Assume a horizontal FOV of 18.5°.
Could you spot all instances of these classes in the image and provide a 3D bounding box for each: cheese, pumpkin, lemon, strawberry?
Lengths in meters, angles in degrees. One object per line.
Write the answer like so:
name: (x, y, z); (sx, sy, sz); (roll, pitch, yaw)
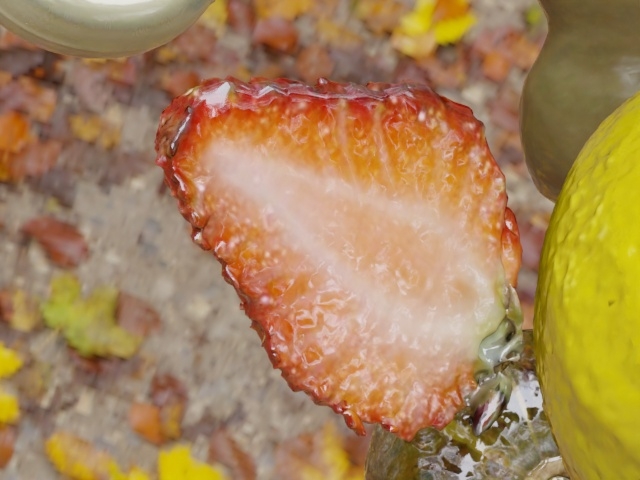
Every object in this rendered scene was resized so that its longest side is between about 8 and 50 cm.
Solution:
cheese: (-0.212, -0.209, 1.383); (0.286, 0.082, 0.163); (-1, 69, -29)
pumpkin: (0.125, 0.157, 1.185); (0.219, 0.162, 0.219); (0, 94, -7)
lemon: (0.156, 0.027, 0.627); (0.180, 0.180, 0.193); (-2, 42, -19)
strawberry: (0.004, -0.005, 0.976); (0.175, 0.107, 0.236); (-46, 116, -26)

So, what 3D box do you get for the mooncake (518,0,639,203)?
mooncake: (0.353, -0.188, 1.645); (0.262, 0.467, 0.467); (12, 50, 26)
